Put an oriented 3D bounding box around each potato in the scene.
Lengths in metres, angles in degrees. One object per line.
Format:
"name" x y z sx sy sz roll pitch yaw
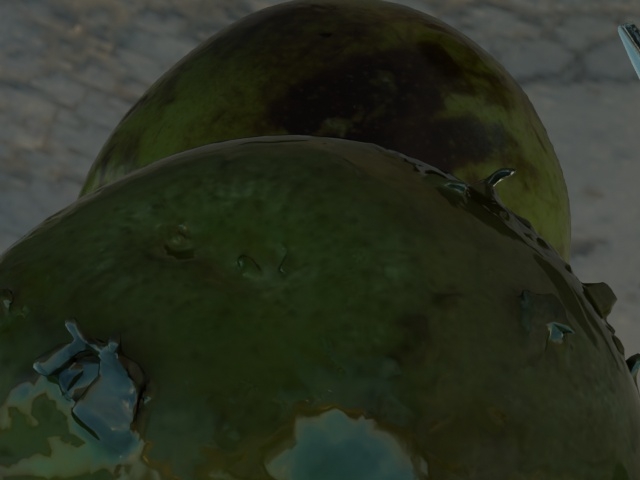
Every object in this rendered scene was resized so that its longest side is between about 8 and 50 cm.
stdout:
"potato" -0.025 0.138 0.634 0.269 0.219 0.359 -6 132 -13

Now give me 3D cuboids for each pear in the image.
"pear" 0.000 0.000 0.978 0.283 0.284 0.283 16 162 5

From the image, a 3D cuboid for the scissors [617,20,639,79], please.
"scissors" 0.313 -0.119 1.577 0.022 0.176 0.085 -18 165 -38
